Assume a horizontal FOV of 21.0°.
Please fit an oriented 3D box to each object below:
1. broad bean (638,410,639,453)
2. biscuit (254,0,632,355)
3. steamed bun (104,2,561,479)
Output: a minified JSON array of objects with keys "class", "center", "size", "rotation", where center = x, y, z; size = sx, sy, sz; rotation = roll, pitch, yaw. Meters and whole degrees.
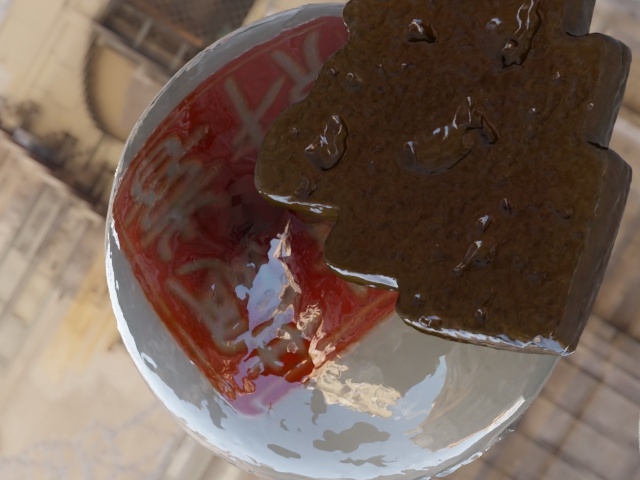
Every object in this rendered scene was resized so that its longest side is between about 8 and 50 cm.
[{"class":"broad bean","center":[0.388,0.141,1.353],"size":[0.119,0.291,0.238],"rotation":[-29,-83,-63]},{"class":"biscuit","center":[0.086,-0.048,1.045],"size":[0.043,0.278,0.301],"rotation":[28,-145,-48]},{"class":"steamed bun","center":[0.000,0.000,1.267],"size":[0.374,0.374,0.241],"rotation":[34,-171,29]}]
